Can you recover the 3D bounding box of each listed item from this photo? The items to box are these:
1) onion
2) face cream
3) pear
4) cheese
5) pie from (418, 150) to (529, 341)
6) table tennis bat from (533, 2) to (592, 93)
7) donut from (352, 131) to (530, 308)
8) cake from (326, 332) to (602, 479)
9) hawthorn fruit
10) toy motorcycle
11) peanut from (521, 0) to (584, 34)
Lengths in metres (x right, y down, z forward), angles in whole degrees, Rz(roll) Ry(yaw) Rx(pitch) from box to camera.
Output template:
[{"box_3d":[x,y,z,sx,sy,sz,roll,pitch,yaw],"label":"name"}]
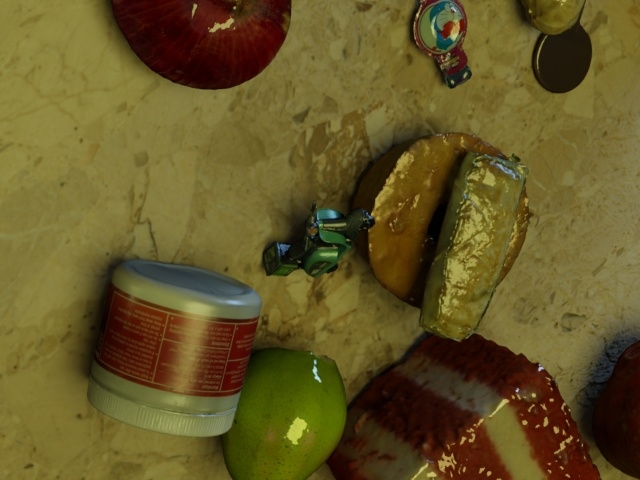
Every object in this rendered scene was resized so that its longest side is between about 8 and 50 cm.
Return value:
[{"box_3d":[-0.150,-0.311,1.633,0.248,0.161,0.248,-2,112,-6],"label":"onion"},{"box_3d":[-0.192,0.137,1.686,0.201,0.201,0.187,10,98,-29],"label":"face cream"},{"box_3d":[-0.057,0.260,1.794,0.187,0.187,0.220,17,81,-29],"label":"pear"},{"box_3d":[0.181,-0.293,1.864,0.095,0.038,0.145,-31,113,-17],"label":"cheese"},{"box_3d":[0.219,0.006,1.818,0.128,0.068,0.283,14,92,-31],"label":"pie"},{"box_3d":[0.405,-0.298,1.933,0.107,0.119,0.170,9,100,-29],"label":"table tennis bat"},{"box_3d":[0.167,-0.032,1.881,0.277,0.108,0.278,-7,106,-26],"label":"donut"},{"box_3d":[0.196,0.330,1.893,0.319,0.270,0.269,-37,116,-15],"label":"cake"},{"box_3d":[0.574,0.282,2.099,0.258,0.258,0.262,-12,95,-24],"label":"hawthorn fruit"},{"box_3d":[0.000,0.000,1.779,0.100,0.173,0.058,6,60,-33],"label":"toy motorcycle"},{"box_3d":[0.348,-0.419,1.888,0.103,0.098,0.230,-5,103,-54],"label":"peanut"}]
